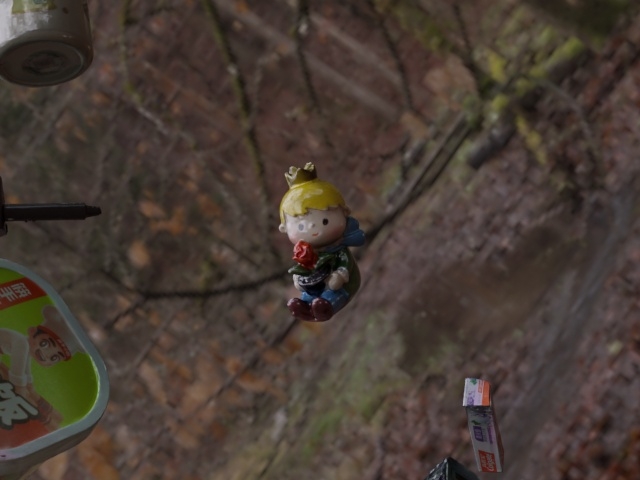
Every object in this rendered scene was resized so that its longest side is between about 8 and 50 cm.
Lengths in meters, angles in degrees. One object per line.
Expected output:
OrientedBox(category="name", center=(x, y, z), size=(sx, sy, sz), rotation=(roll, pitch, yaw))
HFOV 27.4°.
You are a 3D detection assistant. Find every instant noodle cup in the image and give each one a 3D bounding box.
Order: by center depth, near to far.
OrientedBox(category="instant noodle cup", center=(-0.455, 0.218, 1.594), size=(0.308, 0.294, 0.294), rotation=(-46, 5, 36))

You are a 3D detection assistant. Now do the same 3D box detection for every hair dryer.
OrientedBox(category="hair dryer", center=(-0.515, -0.067, 2.363), size=(0.070, 0.248, 0.114), rotation=(152, 112, -64))

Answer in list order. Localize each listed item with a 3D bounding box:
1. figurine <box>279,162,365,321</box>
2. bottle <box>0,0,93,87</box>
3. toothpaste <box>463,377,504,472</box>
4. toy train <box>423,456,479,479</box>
OrientedBox(category="figurine", center=(-0.014, 0.001, 2.144), size=(0.185, 0.127, 0.234), rotation=(-44, -50, -49))
OrientedBox(category="bottle", center=(-0.331, -0.310, 1.505), size=(0.120, 0.120, 0.253), rotation=(126, 138, -61))
OrientedBox(category="toothpaste", center=(0.230, 0.261, 1.839), size=(0.196, 0.040, 0.047), rotation=(72, -157, -51))
OrientedBox(category="toy train", center=(0.109, 0.514, 2.128), size=(0.409, 0.089, 0.086), rotation=(-51, 14, 27))
